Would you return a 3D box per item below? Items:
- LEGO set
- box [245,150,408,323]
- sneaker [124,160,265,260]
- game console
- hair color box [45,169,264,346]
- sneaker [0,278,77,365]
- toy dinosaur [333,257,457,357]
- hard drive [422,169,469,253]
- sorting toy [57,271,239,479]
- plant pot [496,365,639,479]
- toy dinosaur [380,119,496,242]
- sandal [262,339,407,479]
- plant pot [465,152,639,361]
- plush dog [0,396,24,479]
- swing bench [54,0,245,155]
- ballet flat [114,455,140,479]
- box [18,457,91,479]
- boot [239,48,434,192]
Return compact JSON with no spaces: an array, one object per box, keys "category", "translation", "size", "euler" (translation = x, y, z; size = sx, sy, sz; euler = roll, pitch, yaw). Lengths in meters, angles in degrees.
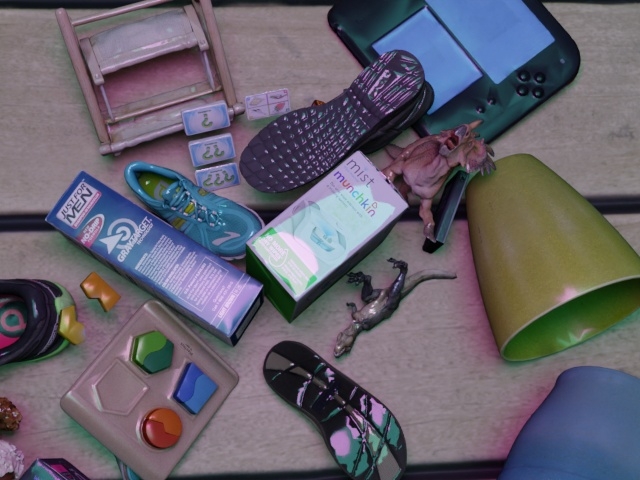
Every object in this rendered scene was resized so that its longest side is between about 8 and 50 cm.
[{"category":"LEGO set","translation":[-0.102,-0.164,1.499],"size":[0.244,0.182,0.060],"euler":[-13,43,-8]},{"category":"box","translation":[0.000,0.000,1.421],"size":[0.231,0.262,0.127],"euler":[-40,83,-12]},{"category":"sneaker","translation":[-0.219,-0.052,1.465],"size":[0.275,0.110,0.107],"euler":[26,83,21]},{"category":"game console","translation":[0.254,-0.372,1.630],"size":[0.342,0.060,0.386],"euler":[-36,81,-11]},{"category":"hair color box","translation":[-0.263,0.035,1.439],"size":[0.347,0.174,0.105],"euler":[32,77,3]},{"category":"sneaker","translation":[-0.636,0.152,1.371],"size":[0.483,0.202,0.185],"euler":[-20,78,-8]},{"category":"toy dinosaur","translation":[0.111,0.089,1.496],"size":[0.268,0.118,0.064],"euler":[-33,40,-13]},{"category":"hard drive","translation":[0.218,-0.049,1.532],"size":[0.022,0.094,0.135],"euler":[23,76,-2]},{"category":"sorting toy","translation":[-0.297,0.207,1.391],"size":[0.307,0.041,0.229],"euler":[46,62,-14]},{"category":"plant pot","translation":[0.422,0.345,1.352],"size":[0.272,0.271,0.255],"euler":[26,61,2]},{"category":"toy dinosaur","translation":[0.192,-0.135,1.471],"size":[0.127,0.295,0.200],"euler":[37,102,-19]},{"category":"sandal","translation":[0.030,0.282,1.454],"size":[0.120,0.086,0.303],"euler":[-43,68,-6]},{"category":"plant pot","translation":[0.364,0.009,1.463],"size":[0.275,0.275,0.293],"euler":[-19,64,-8]},{"category":"plush dog","translation":[-0.579,0.324,1.326],"size":[0.262,0.225,0.210],"euler":[-37,90,2]},{"category":"swing bench","translation":[-0.292,-0.301,1.515],"size":[0.253,0.165,0.254],"euler":[-18,102,-9]},{"category":"ballet flat","translation":[-0.316,0.290,1.441],"size":[0.068,0.072,0.213],"euler":[-2,75,24]},{"category":"box","translation":[-0.448,0.479,1.327],"size":[0.143,0.165,0.270],"euler":[38,77,6]},{"category":"boot","translation":[0.042,-0.170,1.448],"size":[0.338,0.223,0.118],"euler":[-29,81,7]}]
